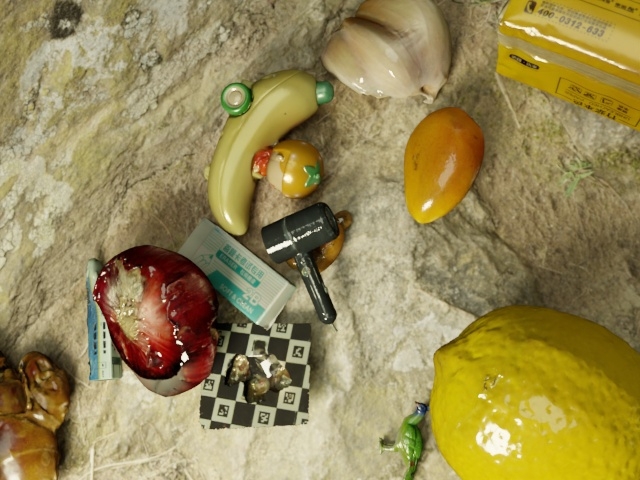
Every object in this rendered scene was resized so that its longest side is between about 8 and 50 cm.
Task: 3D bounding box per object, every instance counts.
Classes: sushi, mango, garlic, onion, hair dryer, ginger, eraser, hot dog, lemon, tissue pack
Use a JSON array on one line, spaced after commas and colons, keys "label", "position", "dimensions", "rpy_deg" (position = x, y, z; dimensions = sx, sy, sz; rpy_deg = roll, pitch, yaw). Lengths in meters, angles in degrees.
[{"label": "sushi", "position": [-0.110, 0.240, 1.299], "dimensions": [0.210, 0.040, 0.193], "rpy_deg": [-5, 69, 19]}, {"label": "mango", "position": [0.206, -0.132, 1.274], "dimensions": [0.141, 0.102, 0.217], "rpy_deg": [18, 81, 21]}, {"label": "garlic", "position": [0.135, -0.356, 1.331], "dimensions": [0.228, 0.110, 0.217], "rpy_deg": [37, 86, 16]}, {"label": "onion", "position": [-0.264, 0.133, 1.295], "dimensions": [0.272, 0.195, 0.272], "rpy_deg": [18, 120, 34]}, {"label": "hair dryer", "position": [-0.008, 0.054, 1.258], "dimensions": [0.124, 0.071, 0.219], "rpy_deg": [-21, 88, 15]}, {"label": "ginger", "position": [-0.622, 0.327, 1.345], "dimensions": [0.357, 0.152, 0.274], "rpy_deg": [9, 82, 12]}, {"label": "eraser", "position": [-0.154, 0.057, 1.327], "dimensions": [0.225, 0.052, 0.096], "rpy_deg": [36, 89, 27]}, {"label": "hot dog", "position": [-0.002, -0.001, 1.321], "dimensions": [0.089, 0.060, 0.140], "rpy_deg": [31, 96, 14]}, {"label": "lemon", "position": [0.327, 0.251, 1.071], "dimensions": [0.335, 0.336, 0.336], "rpy_deg": [-2, 79, 12]}, {"label": "tissue pack", "position": [0.514, -0.357, 1.183], "dimensions": [0.381, 0.228, 0.293], "rpy_deg": [27, 87, 14]}]

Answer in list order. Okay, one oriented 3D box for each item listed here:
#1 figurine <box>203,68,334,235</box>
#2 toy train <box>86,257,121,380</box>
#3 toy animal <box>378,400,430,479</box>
[{"label": "figurine", "position": [-0.090, -0.158, 1.340], "dimensions": [0.222, 0.124, 0.325], "rpy_deg": [21, 88, 12]}, {"label": "toy train", "position": [-0.411, 0.147, 1.385], "dimensions": [0.051, 0.052, 0.234], "rpy_deg": [-7, 78, 8]}, {"label": "toy animal", "position": [0.128, 0.373, 1.230], "dimensions": [0.075, 0.041, 0.217], "rpy_deg": [13, 87, 13]}]
